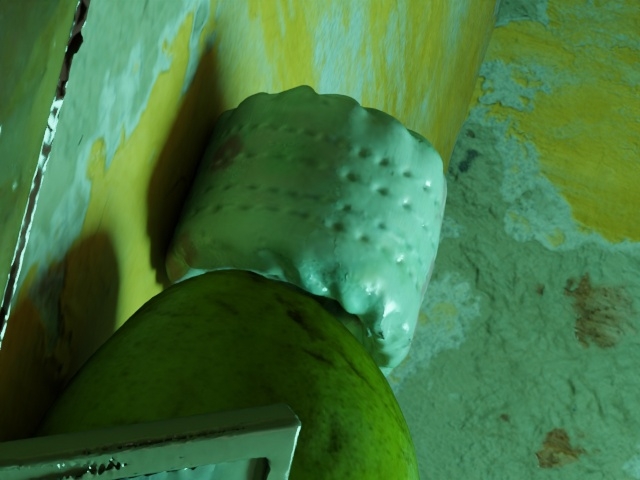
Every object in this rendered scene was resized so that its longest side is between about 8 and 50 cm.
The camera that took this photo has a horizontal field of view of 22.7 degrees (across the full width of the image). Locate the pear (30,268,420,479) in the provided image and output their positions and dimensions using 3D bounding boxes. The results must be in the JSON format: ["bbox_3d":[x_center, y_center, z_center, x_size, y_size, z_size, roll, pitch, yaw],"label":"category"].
[{"bbox_3d":[-0.061,0.167,0.942,0.253,0.253,0.307,96,11,-48],"label":"pear"}]

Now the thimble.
[{"bbox_3d":[0.000,0.000,1.140,0.211,0.185,0.149,40,59,-41],"label":"thimble"}]

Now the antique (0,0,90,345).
[{"bbox_3d":[-0.141,-0.064,0.546,0.093,0.087,0.310,-18,124,-78],"label":"antique"}]

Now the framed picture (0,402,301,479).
[{"bbox_3d":[-0.146,0.233,0.729,0.247,0.022,0.335,-4,118,-33],"label":"framed picture"}]
